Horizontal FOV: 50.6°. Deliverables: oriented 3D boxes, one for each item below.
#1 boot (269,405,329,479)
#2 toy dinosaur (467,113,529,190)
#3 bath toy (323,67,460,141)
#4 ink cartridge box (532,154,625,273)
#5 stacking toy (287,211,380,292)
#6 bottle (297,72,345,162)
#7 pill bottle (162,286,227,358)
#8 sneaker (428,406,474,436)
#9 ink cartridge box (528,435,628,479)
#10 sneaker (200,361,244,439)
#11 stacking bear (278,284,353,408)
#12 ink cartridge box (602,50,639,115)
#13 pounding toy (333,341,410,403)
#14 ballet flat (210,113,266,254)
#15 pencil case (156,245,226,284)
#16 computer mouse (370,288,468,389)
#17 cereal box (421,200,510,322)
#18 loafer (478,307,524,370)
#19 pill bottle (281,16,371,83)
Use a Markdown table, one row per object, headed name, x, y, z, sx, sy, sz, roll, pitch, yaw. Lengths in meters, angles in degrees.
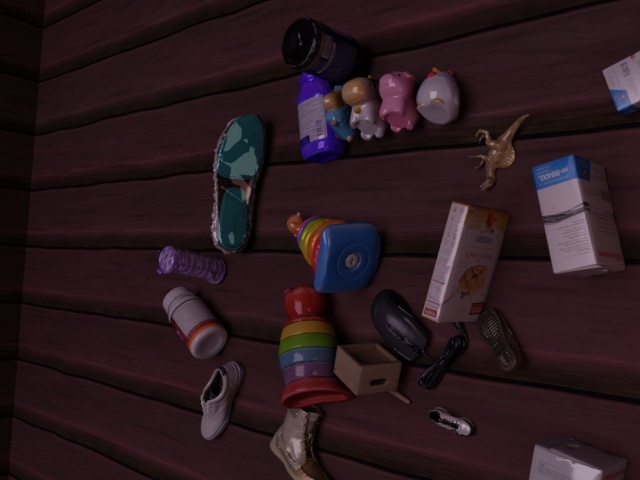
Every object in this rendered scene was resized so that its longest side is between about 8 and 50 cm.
| name | x | y | z | sx | sy | sz | roll | pitch | yaw |
| --- | --- | --- | --- | --- | --- | --- | --- | --- | --- |
| boot | -0.033 | 0.510 | 1.712 | 0.213 | 0.077 | 0.165 | 34 | 107 | 43 |
| toy dinosaur | 0.373 | -0.199 | 1.429 | 0.092 | 0.053 | 0.183 | 34 | 117 | 24 |
| bath toy | 0.171 | -0.332 | 1.576 | 0.348 | 0.151 | 0.129 | -1 | 55 | 41 |
| ink cartridge box | 0.473 | -0.040 | 1.237 | 0.086 | 0.148 | 0.203 | -17 | 74 | 40 |
| stacking toy | 0.000 | 0.000 | 1.700 | 0.302 | 0.166 | 0.175 | 32 | 120 | 53 |
| bottle | -0.004 | -0.349 | 1.761 | 0.118 | 0.092 | 0.283 | -17 | 74 | 43 |
| pill bottle | -0.382 | 0.243 | 2.038 | 0.221 | 0.121 | 0.121 | 43 | 115 | 38 |
| sneaker | 0.278 | 0.392 | 1.450 | 0.109 | 0.044 | 0.040 | 15 | 94 | 41 |
| ink cartridge box | 0.454 | 0.461 | 1.216 | 0.127 | 0.128 | 0.176 | 11 | 94 | 43 |
| sneaker | -0.309 | 0.465 | 1.966 | 0.094 | 0.091 | 0.258 | 31 | 107 | 41 |
| stacking bear | -0.029 | 0.249 | 1.681 | 0.175 | 0.164 | 0.289 | -11 | 63 | 10 |
| ink cartridge box | 0.589 | -0.294 | 1.220 | 0.122 | 0.052 | 0.088 | -26 | 68 | 40 |
| pounding toy | 0.123 | 0.308 | 1.554 | 0.130 | 0.141 | 0.100 | 35 | 121 | 57 |
| ballet flat | -0.254 | -0.166 | 1.963 | 0.147 | 0.147 | 0.409 | 14 | 95 | 43 |
| pencil case | -0.378 | 0.076 | 1.998 | 0.086 | 0.206 | 0.088 | 32 | 102 | 47 |
| computer mouse | 0.209 | 0.189 | 1.524 | 0.184 | 0.060 | 0.262 | -53 | 54 | 27 |
| cereal box | 0.299 | 0.048 | 1.378 | 0.047 | 0.173 | 0.240 | 20 | 100 | 42 |
| loafer | 0.368 | 0.205 | 1.382 | 0.056 | 0.050 | 0.148 | -40 | 44 | 29 |
| pill bottle | 0.022 | -0.456 | 1.660 | 0.123 | 0.219 | 0.123 | -6 | 81 | 43 |
